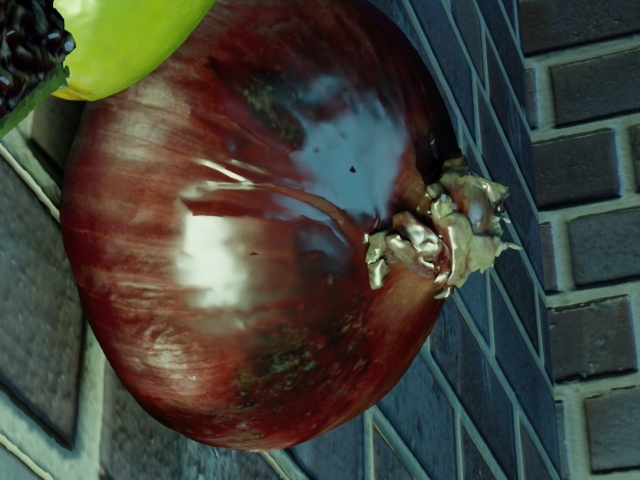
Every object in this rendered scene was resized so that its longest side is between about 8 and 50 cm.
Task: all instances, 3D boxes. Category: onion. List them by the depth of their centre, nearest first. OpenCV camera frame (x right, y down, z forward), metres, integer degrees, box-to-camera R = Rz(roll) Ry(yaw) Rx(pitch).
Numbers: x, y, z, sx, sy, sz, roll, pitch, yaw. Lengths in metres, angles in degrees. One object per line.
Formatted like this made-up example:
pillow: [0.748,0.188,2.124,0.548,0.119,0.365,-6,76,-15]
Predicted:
onion: [-0.003,-0.017,1.171,0.348,0.285,0.347,-12,104,-54]

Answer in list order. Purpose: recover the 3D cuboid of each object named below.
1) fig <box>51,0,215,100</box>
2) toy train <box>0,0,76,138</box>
fig: [-0.135,-0.244,0.991,0.258,0.258,0.326,5,89,-73]
toy train: [-0.216,-0.071,0.707,0.261,0.177,0.134,-65,140,-66]
